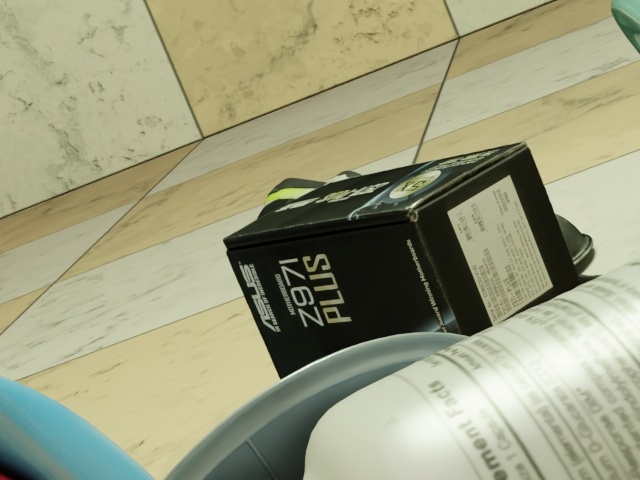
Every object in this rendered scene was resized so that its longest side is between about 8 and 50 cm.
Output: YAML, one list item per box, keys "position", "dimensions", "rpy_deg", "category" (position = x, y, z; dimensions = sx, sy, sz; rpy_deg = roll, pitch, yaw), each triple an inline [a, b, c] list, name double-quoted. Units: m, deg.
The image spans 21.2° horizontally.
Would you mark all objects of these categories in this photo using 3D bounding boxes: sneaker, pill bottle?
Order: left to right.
- position: [0.000, 0.000, 1.570]
  dimensions: [0.097, 0.084, 0.234]
  rpy_deg: [-52, 19, -17]
  category: "sneaker"
- position: [0.094, 0.099, 0.554]
  dimensions: [0.283, 0.160, 0.160]
  rpy_deg: [-24, 10, -9]
  category: "pill bottle"

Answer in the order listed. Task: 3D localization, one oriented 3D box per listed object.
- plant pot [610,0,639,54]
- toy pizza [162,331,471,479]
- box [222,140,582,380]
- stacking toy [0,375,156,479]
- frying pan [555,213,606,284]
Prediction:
- position: [0.351, -0.183, 1.176]
  dimensions: [0.255, 0.271, 0.271]
  rpy_deg: [-44, 8, 7]
  category: "plant pot"
- position: [-0.002, 0.113, 0.648]
  dimensions: [0.201, 0.201, 0.032]
  rpy_deg: [-26, 46, -20]
  category: "toy pizza"
- position: [0.054, 0.058, 0.786]
  dimensions: [0.077, 0.180, 0.147]
  rpy_deg: [-30, 13, -34]
  category: "box"
- position: [-0.185, 0.213, 0.676]
  dimensions: [0.302, 0.175, 0.166]
  rpy_deg: [-50, 3, -34]
  category: "stacking toy"
- position: [0.108, 0.034, 1.195]
  dimensions: [0.197, 0.053, 0.326]
  rpy_deg: [-24, 7, 0]
  category: "frying pan"
